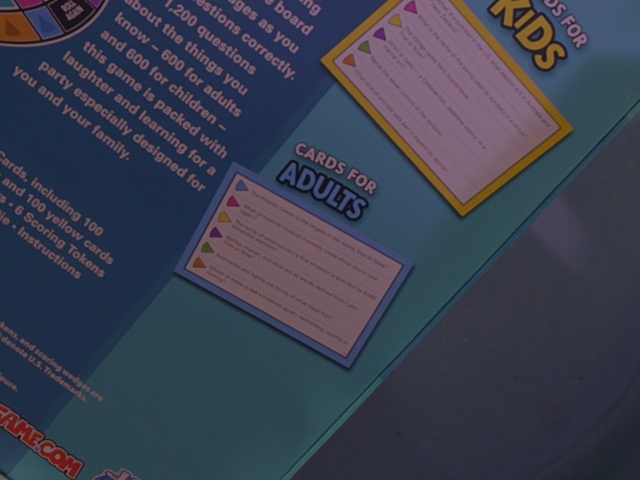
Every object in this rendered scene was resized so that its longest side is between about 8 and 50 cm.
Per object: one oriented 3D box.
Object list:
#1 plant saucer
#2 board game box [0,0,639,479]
[{"bbox_3d":[0.000,0.000,0.527,0.318,0.043,0.317,3,112,8],"label":"plant saucer"},{"bbox_3d":[-0.039,-0.085,0.431,0.254,0.079,0.336,38,112,-8],"label":"board game box"}]
